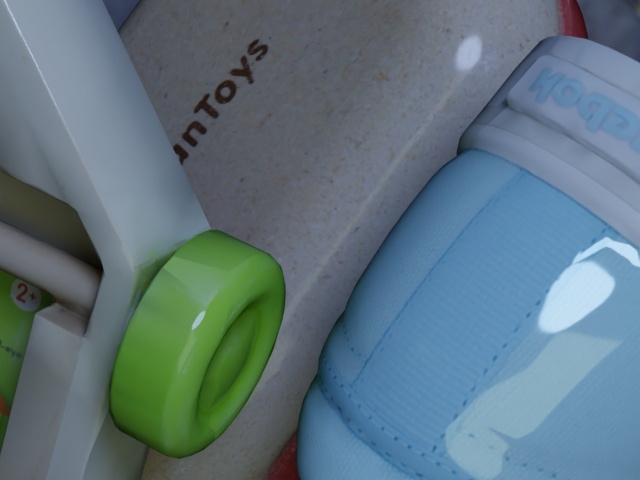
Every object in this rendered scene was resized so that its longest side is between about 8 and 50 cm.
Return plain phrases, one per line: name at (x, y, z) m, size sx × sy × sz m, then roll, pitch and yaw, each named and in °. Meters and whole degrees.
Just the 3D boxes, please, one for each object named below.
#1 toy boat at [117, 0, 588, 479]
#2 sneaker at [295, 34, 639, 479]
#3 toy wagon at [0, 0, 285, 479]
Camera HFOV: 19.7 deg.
toy boat at (0.000, 0.000, 0.592) m, size 0.231 × 0.151 × 0.151 m, roll -53°, pitch 138°, yaw 5°
sneaker at (0.078, 0.086, 0.550) m, size 0.150 × 0.135 × 0.366 m, roll -46°, pitch 145°, yaw -7°
toy wagon at (-0.136, -0.008, 0.497) m, size 0.267 × 0.068 × 0.344 m, roll 25°, pitch 115°, yaw 17°
